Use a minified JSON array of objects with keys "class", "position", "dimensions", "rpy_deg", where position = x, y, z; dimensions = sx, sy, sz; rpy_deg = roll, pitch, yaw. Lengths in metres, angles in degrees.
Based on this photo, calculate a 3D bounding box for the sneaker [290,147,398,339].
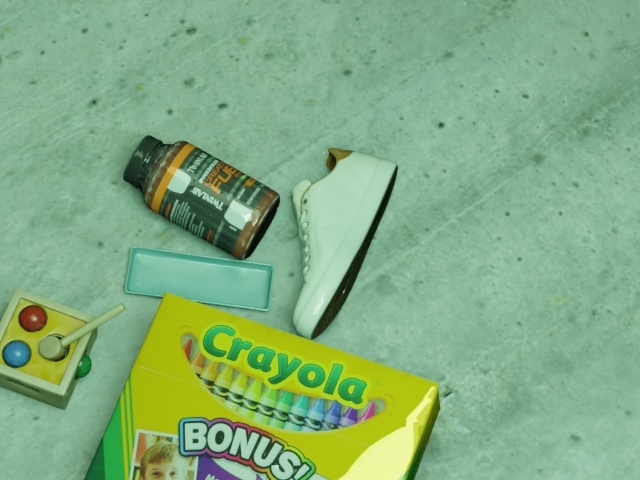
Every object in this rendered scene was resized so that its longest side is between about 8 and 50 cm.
[{"class":"sneaker","position":[0.000,0.000,1.937],"dimensions":[0.123,0.106,0.290],"rpy_deg":[20,57,7]}]

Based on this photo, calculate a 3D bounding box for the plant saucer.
[{"class":"plant saucer","position":[-0.159,0.052,1.931],"dimensions":[0.192,0.018,0.067],"rpy_deg":[8,67,-6]}]

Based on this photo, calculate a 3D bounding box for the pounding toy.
[{"class":"pounding toy","position":[-0.333,0.128,1.829],"dimensions":[0.141,0.100,0.130],"rpy_deg":[20,67,0]}]

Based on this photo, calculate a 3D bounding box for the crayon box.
[{"class":"crayon box","position":[-0.076,0.268,1.754],"dimensions":[0.363,0.106,0.313],"rpy_deg":[18,73,13]}]

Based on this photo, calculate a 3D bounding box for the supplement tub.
[{"class":"supplement tub","position":[-0.160,-0.063,1.929],"dimensions":[0.198,0.106,0.106],"rpy_deg":[29,67,3]}]
